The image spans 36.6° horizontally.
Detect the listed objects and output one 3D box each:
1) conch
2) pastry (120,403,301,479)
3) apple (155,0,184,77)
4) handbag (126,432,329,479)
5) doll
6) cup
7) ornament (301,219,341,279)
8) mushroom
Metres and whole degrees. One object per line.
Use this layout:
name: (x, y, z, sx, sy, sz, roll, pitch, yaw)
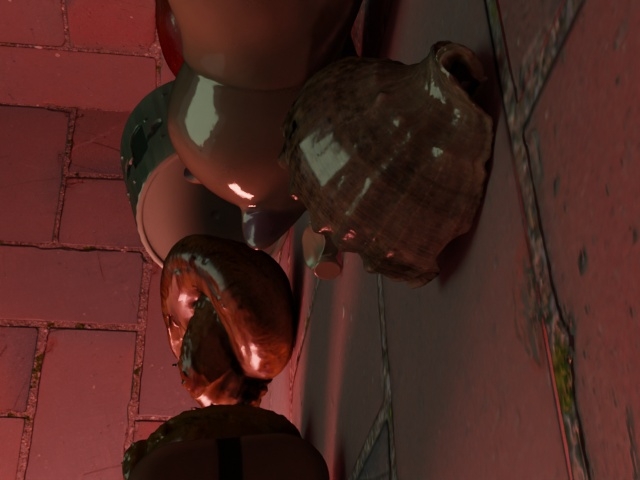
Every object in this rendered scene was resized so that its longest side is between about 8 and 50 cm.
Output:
conch: (0.051, -0.052, 0.609, 0.207, 0.130, 0.155, -30, 89, 55)
pastry: (-0.135, 0.316, 1.255, 0.240, 0.235, 0.132, 87, 175, -45)
apple: (-0.079, -0.261, 1.112, 0.218, 0.218, 0.201, 152, 99, -81)
handbag: (-0.119, 0.339, 0.921, 0.149, 0.283, 0.301, 100, 170, -52)
doll: (-0.044, -0.202, 0.897, 0.215, 0.226, 0.370, 39, 144, 42)
cup: (-0.203, -0.151, 1.742, 0.392, 0.310, 0.400, -118, 30, -66)
ornament: (0.000, 0.002, 1.078, 0.068, 0.041, 0.092, 119, 154, -67)
mushroom: (-0.140, 0.134, 1.495, 0.263, 0.195, 0.283, -6, 84, 46)
